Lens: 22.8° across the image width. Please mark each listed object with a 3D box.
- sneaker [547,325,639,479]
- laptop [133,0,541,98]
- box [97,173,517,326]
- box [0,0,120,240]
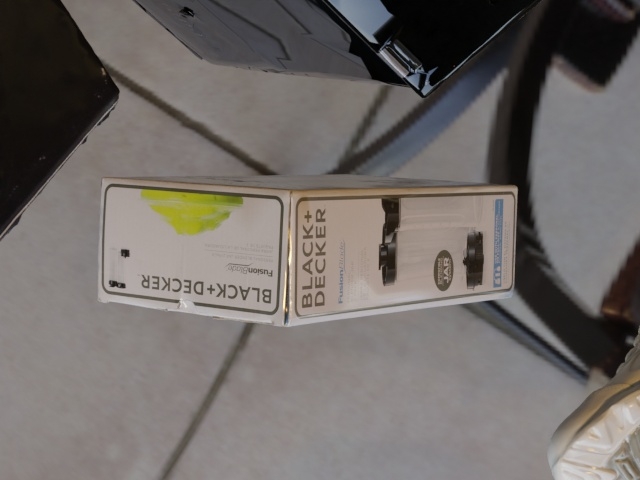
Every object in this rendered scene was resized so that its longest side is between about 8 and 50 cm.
[{"bbox_3d":[0.230,0.086,1.006,0.232,0.115,0.090,-29,116,-17],"label":"sneaker"},{"bbox_3d":[-0.030,-0.296,1.052,0.408,0.236,0.382,-39,129,14],"label":"laptop"},{"bbox_3d":[0.000,0.000,1.130,0.290,0.169,0.087,-4,98,-53],"label":"box"},{"bbox_3d":[-0.340,-0.134,0.983,0.183,0.294,0.296,-55,127,-36],"label":"box"}]
